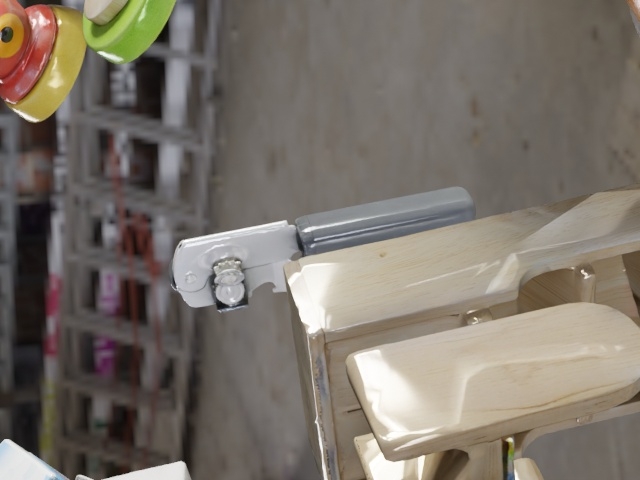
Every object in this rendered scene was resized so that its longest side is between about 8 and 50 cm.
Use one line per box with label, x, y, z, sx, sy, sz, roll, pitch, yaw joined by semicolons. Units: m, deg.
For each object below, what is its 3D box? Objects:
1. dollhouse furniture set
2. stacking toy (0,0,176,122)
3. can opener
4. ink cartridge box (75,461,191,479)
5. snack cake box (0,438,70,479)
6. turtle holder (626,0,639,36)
dollhouse furniture set;0.153;0.167;0.997;0.394;0.257;0.362;-111;10;-48
stacking toy;-0.247;-0.290;1.695;0.279;0.130;0.308;-12;62;52
can opener;0.000;0.000;1.598;0.093;0.280;0.074;-102;4;-55
ink cartridge box;-0.097;0.181;0.875;0.143;0.090;0.092;-95;-10;-64
snack cake box;-0.191;0.266;1.006;0.264;0.152;0.089;-54;27;-11
turtle holder;0.301;-0.212;1.027;0.243;0.320;0.227;44;144;24
